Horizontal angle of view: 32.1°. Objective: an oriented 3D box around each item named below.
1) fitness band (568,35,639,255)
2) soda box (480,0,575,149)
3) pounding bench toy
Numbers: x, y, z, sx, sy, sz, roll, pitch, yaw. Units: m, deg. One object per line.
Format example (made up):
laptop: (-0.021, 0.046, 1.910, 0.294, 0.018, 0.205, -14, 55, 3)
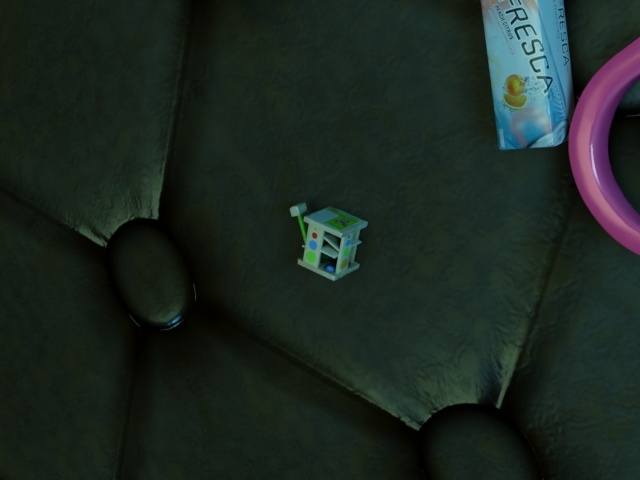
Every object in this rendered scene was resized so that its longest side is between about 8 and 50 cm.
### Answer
fitness band: (0.350, -0.102, 0.953, 0.291, 0.054, 0.209, -36, 80, 37)
soda box: (0.192, -0.179, 1.032, 0.058, 0.063, 0.183, -1, 104, 36)
pounding bench toy: (0.000, 0.000, 1.238, 0.083, 0.052, 0.065, 25, 118, 28)
